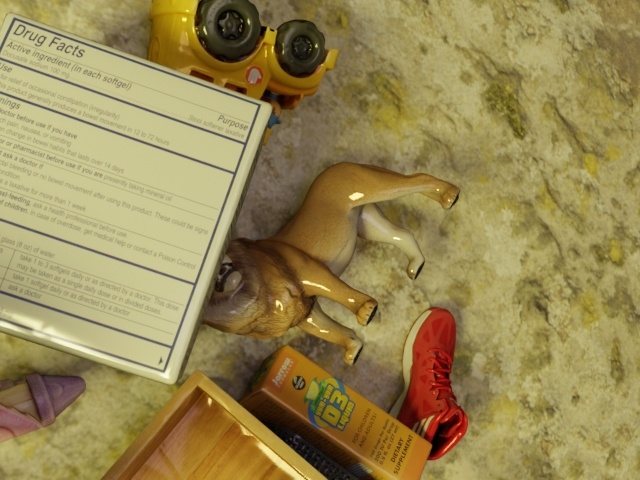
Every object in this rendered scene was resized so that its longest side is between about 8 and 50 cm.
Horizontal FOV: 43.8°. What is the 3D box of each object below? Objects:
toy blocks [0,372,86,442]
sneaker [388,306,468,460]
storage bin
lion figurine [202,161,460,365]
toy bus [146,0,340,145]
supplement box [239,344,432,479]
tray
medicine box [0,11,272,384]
[{"bbox_3d":[-0.338,0.158,0.716,0.260,0.289,0.308,-18,91,-24],"label":"toy blocks"},{"bbox_3d":[0.169,0.198,1.087,0.087,0.128,0.221,22,75,-27],"label":"sneaker"},{"bbox_3d":[-0.022,0.303,0.969,0.180,0.122,0.084,40,67,-20],"label":"storage bin"},{"bbox_3d":[0.000,0.000,1.016,0.240,0.142,0.392,30,47,17],"label":"lion figurine"},{"bbox_3d":[-0.110,-0.182,0.977,0.220,0.149,0.211,12,91,-31],"label":"toy bus"},{"bbox_3d":[0.020,0.231,0.997,0.233,0.080,0.078,34,55,-6],"label":"supplement box"},{"bbox_3d":[-0.184,0.358,0.814,0.203,0.076,0.411,38,75,11],"label":"tray"},{"bbox_3d":[-0.219,-0.033,0.792,0.264,0.149,0.289,19,79,-4],"label":"medicine box"}]
